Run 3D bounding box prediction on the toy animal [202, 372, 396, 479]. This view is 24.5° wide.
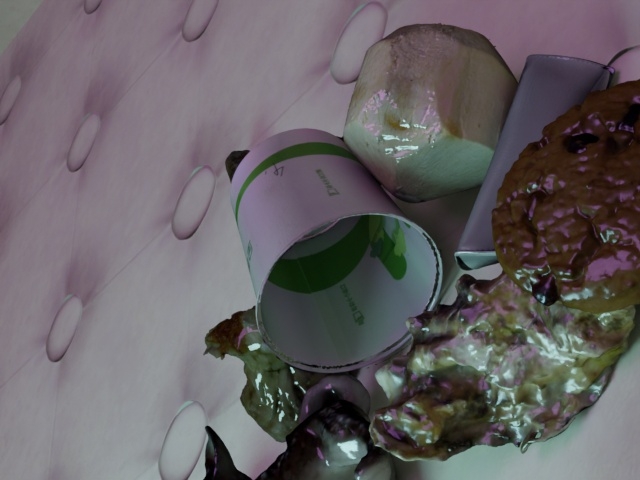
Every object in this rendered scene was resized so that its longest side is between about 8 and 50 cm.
[{"bbox_3d":[-0.054,0.320,1.850,0.344,0.194,0.302,-29,32,4],"label":"toy animal"}]

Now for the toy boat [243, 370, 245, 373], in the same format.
[{"bbox_3d":[-0.054,0.130,2.177,0.066,0.065,0.172,27,89,48],"label":"toy boat"}]

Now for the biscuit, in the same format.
[{"bbox_3d":[0.310,-0.057,1.574,0.296,0.075,0.296,-24,41,23],"label":"biscuit"}]

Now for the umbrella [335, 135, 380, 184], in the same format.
[{"bbox_3d":[0.057,-0.115,2.169,0.224,0.080,0.071,-150,49,-65],"label":"umbrella"}]

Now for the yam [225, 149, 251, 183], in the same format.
[{"bbox_3d":[-0.110,-0.061,2.417,0.061,0.061,0.253,-53,32,24],"label":"yam"}]

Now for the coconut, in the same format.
[{"bbox_3d":[0.142,-0.154,1.892,0.241,0.241,0.241,-39,39,41],"label":"coconut"}]

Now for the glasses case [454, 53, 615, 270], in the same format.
[{"bbox_3d":[0.263,-0.087,1.761,0.128,0.083,0.308,1,56,39],"label":"glasses case"}]

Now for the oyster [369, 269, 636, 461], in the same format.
[{"bbox_3d":[0.207,0.118,1.662,0.351,0.115,0.238,-22,53,37],"label":"oyster"}]

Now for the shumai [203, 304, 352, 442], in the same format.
[{"bbox_3d":[-0.064,0.166,2.033,0.166,0.175,0.206,25,92,47],"label":"shumai"}]

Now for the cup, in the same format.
[{"bbox_3d":[0.000,0.000,1.958,0.253,0.253,0.274,-56,35,21],"label":"cup"}]
